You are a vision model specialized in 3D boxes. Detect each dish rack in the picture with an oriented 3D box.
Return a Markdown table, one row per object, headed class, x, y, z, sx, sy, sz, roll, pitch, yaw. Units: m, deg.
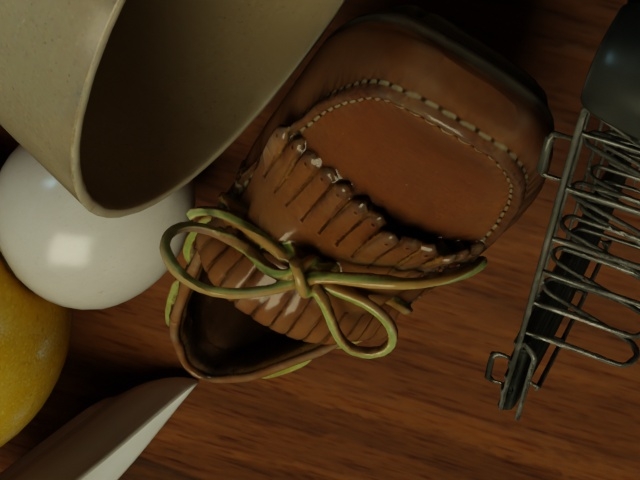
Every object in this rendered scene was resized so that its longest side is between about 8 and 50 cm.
| class | x | y | z | sx | sy | sz | roll | pitch | yaw |
| --- | --- | --- | --- | --- | --- | --- | --- | --- | --- |
| dish rack | 0.156 | -0.039 | 0.678 | 0.074 | 0.208 | 0.271 | 25 | 142 | 15 |

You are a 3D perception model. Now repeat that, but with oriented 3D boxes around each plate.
| class | x | y | z | sx | sy | sz | roll | pitch | yaw |
| --- | --- | --- | --- | --- | --- | --- | --- | --- | --- |
| plate | -0.242 | 0.220 | 1.104 | 0.045 | 0.278 | 0.277 | 48 | 139 | 5 |

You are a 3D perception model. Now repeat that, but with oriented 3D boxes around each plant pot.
| class | x | y | z | sx | sy | sz | roll | pitch | yaw |
| --- | --- | --- | --- | --- | --- | --- | --- | --- | --- |
| plant pot | -0.125 | -0.192 | 0.618 | 0.274 | 0.256 | 0.256 | 36 | 141 | 9 |

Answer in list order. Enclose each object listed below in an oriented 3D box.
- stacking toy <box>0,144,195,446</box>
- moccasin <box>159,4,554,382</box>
| class | x | y | z | sx | sy | sz | roll | pitch | yaw |
| --- | --- | --- | --- | --- | --- | --- | --- | --- | --- |
| stacking toy | -0.280 | 0.059 | 0.959 | 0.480 | 0.350 | 0.350 | -25 | 124 | 19 |
| moccasin | -0.003 | -0.002 | 0.755 | 0.139 | 0.147 | 0.380 | 36 | 155 | -12 |
